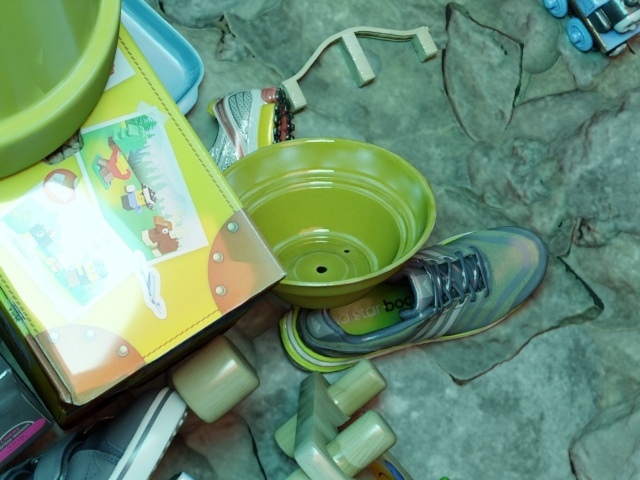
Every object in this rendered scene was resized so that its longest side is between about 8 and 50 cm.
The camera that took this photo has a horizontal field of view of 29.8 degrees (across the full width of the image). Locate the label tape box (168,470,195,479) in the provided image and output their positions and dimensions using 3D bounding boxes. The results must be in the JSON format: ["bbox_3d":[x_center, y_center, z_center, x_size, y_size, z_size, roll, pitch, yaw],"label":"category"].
[{"bbox_3d":[-0.135,0.427,1.107,0.249,0.115,0.347,37,72,-2],"label":"label tape box"}]

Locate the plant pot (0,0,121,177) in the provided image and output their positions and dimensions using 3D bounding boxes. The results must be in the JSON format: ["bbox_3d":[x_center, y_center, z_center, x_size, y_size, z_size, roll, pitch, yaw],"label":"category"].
[{"bbox_3d":[-0.250,-0.182,0.758,0.254,0.239,0.254,3,78,-12],"label":"plant pot"}]

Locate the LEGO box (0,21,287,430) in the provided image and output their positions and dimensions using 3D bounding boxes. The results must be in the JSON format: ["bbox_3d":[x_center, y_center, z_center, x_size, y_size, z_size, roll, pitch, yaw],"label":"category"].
[{"bbox_3d":[-0.274,-0.097,1.053,0.193,0.372,0.500,-33,87,-17],"label":"LEGO box"}]

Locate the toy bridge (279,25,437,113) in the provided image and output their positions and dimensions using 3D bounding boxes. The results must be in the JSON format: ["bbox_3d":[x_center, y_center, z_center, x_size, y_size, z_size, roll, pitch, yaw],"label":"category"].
[{"bbox_3d":[0.039,-0.201,1.325,0.188,0.026,0.063,-24,83,-17],"label":"toy bridge"}]

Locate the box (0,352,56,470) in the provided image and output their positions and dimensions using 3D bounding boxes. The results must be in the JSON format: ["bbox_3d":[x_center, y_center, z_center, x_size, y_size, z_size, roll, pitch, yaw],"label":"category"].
[{"bbox_3d":[-0.391,0.102,1.057,0.165,0.143,0.270,-40,65,-16],"label":"box"}]

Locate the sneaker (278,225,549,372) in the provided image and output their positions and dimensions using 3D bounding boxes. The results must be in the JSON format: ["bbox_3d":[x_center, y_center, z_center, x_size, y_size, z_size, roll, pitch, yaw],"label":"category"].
[{"bbox_3d":[0.110,0.057,1.235,0.300,0.121,0.111,-21,84,-16],"label":"sneaker"}]

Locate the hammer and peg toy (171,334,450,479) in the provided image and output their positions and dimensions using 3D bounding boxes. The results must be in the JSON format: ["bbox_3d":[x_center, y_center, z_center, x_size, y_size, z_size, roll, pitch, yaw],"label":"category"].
[{"bbox_3d":[0.034,0.204,1.111,0.127,0.266,0.361,-40,95,6],"label":"hammer and peg toy"}]

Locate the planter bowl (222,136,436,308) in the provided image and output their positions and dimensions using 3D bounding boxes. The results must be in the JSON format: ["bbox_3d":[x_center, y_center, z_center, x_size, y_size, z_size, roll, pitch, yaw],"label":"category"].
[{"bbox_3d":[0.000,0.000,1.142,0.217,0.090,0.217,-1,42,1],"label":"planter bowl"}]

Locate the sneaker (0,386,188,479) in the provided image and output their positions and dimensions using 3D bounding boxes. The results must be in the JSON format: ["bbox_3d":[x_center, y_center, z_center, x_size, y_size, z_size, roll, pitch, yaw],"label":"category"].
[{"bbox_3d":[-0.243,0.243,1.066,0.127,0.126,0.321,34,102,0],"label":"sneaker"}]

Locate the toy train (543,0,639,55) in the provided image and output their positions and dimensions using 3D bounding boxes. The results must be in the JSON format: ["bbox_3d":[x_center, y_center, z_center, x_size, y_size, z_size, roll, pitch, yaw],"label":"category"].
[{"bbox_3d":[0.299,-0.297,1.361,0.080,0.105,0.184,-31,86,-16],"label":"toy train"}]

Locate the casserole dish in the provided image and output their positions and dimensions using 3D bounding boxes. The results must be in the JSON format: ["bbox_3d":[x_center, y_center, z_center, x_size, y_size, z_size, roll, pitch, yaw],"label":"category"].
[{"bbox_3d":[-0.210,-0.195,1.263,0.188,0.037,0.114,42,73,-2],"label":"casserole dish"}]

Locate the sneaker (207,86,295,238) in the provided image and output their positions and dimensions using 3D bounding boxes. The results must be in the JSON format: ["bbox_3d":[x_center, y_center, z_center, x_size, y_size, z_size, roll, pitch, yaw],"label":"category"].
[{"bbox_3d":[-0.082,-0.046,1.246,0.093,0.088,0.225,2,81,15],"label":"sneaker"}]
